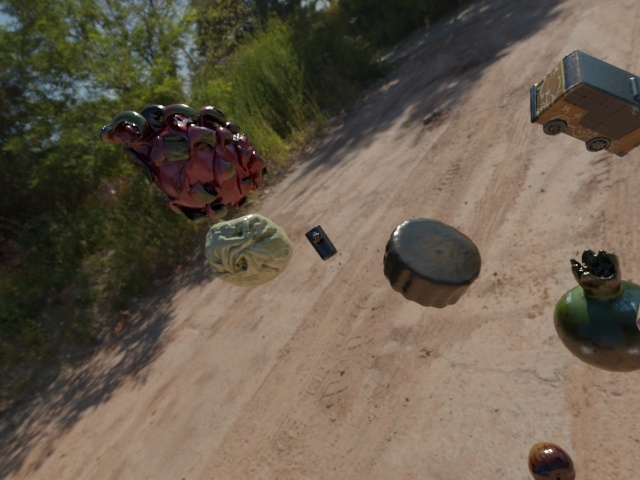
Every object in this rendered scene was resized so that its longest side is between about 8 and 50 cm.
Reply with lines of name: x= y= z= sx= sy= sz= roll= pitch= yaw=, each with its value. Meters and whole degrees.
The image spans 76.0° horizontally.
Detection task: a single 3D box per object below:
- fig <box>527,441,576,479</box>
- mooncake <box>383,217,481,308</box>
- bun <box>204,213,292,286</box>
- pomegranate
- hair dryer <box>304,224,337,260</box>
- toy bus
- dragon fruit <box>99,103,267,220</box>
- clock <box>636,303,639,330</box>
fig: x=0.467 y=0.449 z=0.851 sx=0.089 sy=0.088 sz=0.125 roll=-31 pitch=7 yaw=11
mooncake: x=0.335 y=0.071 z=1.279 sx=0.290 sy=0.291 sz=0.161 roll=-54 pitch=-17 yaw=-42
bun: x=-0.192 y=0.034 z=1.072 sx=0.230 sy=0.229 sz=0.145 roll=-29 pitch=20 yaw=15
pomegranate: x=0.673 y=0.169 z=0.989 sx=0.242 sy=0.306 sz=0.242 roll=-40 pitch=-2 yaw=-2
hair dryer: x=0.000 y=0.000 z=0.533 sx=0.026 sy=0.047 sz=0.083 roll=-36 pitch=-7 yaw=-2
toy bus: x=0.795 y=-0.385 z=1.175 sx=0.194 sy=0.324 sz=0.161 roll=123 pitch=163 yaw=-62
dragon fruit: x=-0.237 y=-0.160 z=0.754 sx=0.198 sy=0.272 sz=0.218 roll=-45 pitch=13 yaw=-10
clock: x=0.595 y=0.101 z=0.492 sx=0.339 sy=0.338 sz=0.102 roll=0 pitch=54 yaw=57
